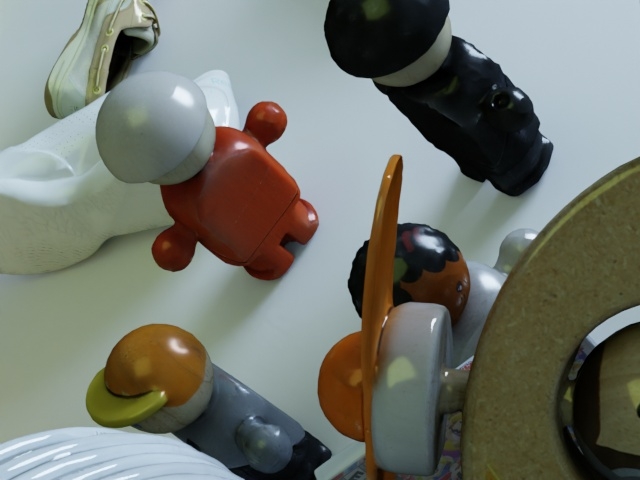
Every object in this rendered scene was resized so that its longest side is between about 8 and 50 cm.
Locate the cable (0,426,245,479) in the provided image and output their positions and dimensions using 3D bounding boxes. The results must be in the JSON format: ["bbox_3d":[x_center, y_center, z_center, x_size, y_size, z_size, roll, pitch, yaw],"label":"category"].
[{"bbox_3d":[-0.090,0.199,0.556,0.089,0.257,0.257,19,76,36],"label":"cable"}]

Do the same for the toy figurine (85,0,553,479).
[{"bbox_3d":[0.000,0.000,0.697,0.213,0.148,0.209,-18,53,26],"label":"toy figurine"}]

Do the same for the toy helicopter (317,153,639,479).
[{"bbox_3d":[0.074,0.124,0.538,0.235,0.140,0.355,30,101,4],"label":"toy helicopter"}]

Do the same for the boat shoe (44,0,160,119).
[{"bbox_3d":[-0.124,-0.131,0.950,0.045,0.050,0.135,19,75,15],"label":"boat shoe"}]

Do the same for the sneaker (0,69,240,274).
[{"bbox_3d":[-0.141,-0.045,0.889,0.212,0.080,0.094,-12,50,18],"label":"sneaker"}]

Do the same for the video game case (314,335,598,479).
[{"bbox_3d":[0.068,0.082,0.635,0.122,0.087,0.011,-37,44,10],"label":"video game case"}]
